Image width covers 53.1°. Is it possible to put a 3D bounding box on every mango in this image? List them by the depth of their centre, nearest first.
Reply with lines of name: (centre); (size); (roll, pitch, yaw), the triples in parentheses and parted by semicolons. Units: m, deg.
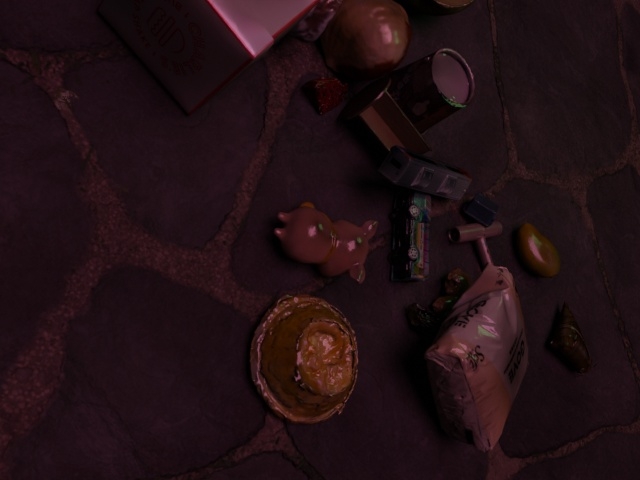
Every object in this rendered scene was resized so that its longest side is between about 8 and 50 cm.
mango: (0.690, 0.040, 2.048); (0.191, 0.085, 0.122); (41, 69, -9)

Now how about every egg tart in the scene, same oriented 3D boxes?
egg tart: (-0.017, 0.268, 1.481); (0.315, 0.120, 0.315); (10, 73, -33)

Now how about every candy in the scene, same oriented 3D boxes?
candy: (-0.036, -0.625, 1.609); (0.157, 0.214, 0.289); (19, 40, -32)

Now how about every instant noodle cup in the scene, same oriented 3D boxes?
instant noodle cup: (0.304, -0.423, 1.814); (0.217, 0.207, 0.217); (9, 74, -34)

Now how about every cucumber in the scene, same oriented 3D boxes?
cucumber: (0.339, 0.236, 1.767); (0.245, 0.067, 0.067); (22, 67, -30)

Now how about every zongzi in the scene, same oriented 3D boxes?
zongzi: (0.827, 0.321, 2.079); (0.187, 0.084, 0.184); (46, 47, -25)

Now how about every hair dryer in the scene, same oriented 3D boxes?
hair dryer: (0.477, 0.056, 1.922); (0.195, 0.053, 0.220); (-6, 89, -34)

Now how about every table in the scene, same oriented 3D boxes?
table: (0.187, -0.304, 1.738); (0.227, 0.167, 0.167); (47, 57, -22)

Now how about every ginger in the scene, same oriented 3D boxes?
ginger: (0.373, 0.137, 1.810); (0.165, 0.067, 0.096); (-36, 121, -35)

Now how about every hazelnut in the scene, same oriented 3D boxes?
hazelnut: (0.115, -0.547, 1.721); (0.261, 0.241, 0.261); (37, 32, -28)

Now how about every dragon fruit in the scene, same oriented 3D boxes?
dragon fruit: (0.013, -0.407, 1.714); (0.131, 0.063, 0.097); (-37, 135, -31)

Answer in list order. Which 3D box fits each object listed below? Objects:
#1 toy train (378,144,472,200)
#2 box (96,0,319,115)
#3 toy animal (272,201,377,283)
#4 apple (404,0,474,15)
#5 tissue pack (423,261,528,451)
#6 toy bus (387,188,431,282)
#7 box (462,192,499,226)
toy train: (0.309, -0.172, 1.751); (0.409, 0.086, 0.089); (7, 32, -51)
box: (-0.236, -0.519, 1.401); (0.312, 0.314, 0.300); (49, 54, -15)
toy animal: (0.001, -0.003, 1.550); (0.248, 0.149, 0.165); (17, 84, -18)
apple: (0.337, -0.820, 1.917); (0.295, 0.233, 0.258); (34, 81, -36)
tissue pack: (0.427, 0.310, 1.704); (0.375, 0.195, 0.390); (-46, 127, -36)
toy bus: (0.248, -0.011, 1.751); (0.109, 0.091, 0.262); (16, 71, -38)
box: (0.486, -0.096, 1.923); (0.099, 0.054, 0.074); (34, 40, 9)
